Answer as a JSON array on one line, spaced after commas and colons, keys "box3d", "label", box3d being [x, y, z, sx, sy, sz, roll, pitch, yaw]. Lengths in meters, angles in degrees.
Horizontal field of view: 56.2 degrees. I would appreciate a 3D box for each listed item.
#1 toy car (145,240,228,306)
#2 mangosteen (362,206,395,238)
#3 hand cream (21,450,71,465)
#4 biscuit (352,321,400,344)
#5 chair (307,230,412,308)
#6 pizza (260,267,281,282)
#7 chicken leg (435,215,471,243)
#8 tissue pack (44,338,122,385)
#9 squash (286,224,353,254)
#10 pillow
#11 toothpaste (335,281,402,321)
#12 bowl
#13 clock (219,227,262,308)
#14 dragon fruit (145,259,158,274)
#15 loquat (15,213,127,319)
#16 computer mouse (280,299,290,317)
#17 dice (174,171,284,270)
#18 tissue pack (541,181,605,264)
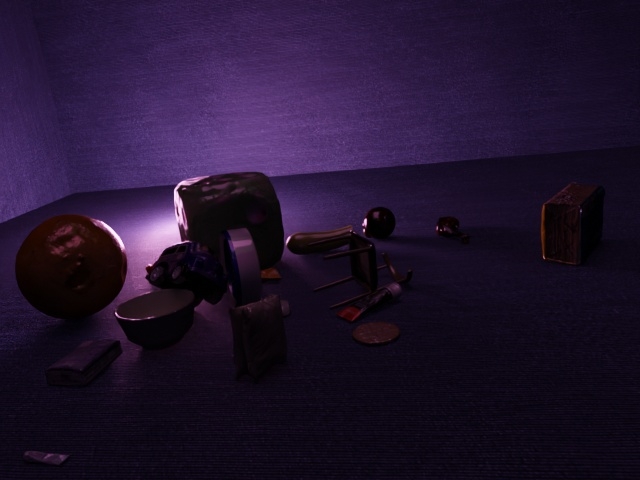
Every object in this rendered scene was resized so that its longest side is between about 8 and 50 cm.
[{"box3d": [-0.373, 0.089, 1.737, 0.235, 0.172, 0.158, -8, 55, 39], "label": "toy car"}, {"box3d": [0.212, -0.061, 2.254, 0.140, 0.140, 0.140, -6, 16, 2], "label": "mangosteen"}, {"box3d": [-0.517, 0.409, 1.125, 0.093, 0.019, 0.030, 4, 16, 11], "label": "hand cream"}, {"box3d": [0.137, 0.227, 1.470, 0.120, 0.015, 0.120, -6, 17, 2], "label": "biscuit"}, {"box3d": [0.118, 0.068, 1.747, 0.272, 0.166, 0.188, -12, 17, -16], "label": "chair"}, {"box3d": [-0.170, 0.120, 1.935, 0.108, 0.026, 0.123, 11, 21, 39], "label": "pizza"}, {"box3d": [0.477, -0.041, 2.187, 0.106, 0.051, 0.253, -2, 19, -2], "label": "chicken leg"}, {"box3d": [-0.577, 0.296, 1.464, 0.112, 0.051, 0.156, -4, 17, 18], "label": "tissue pack"}, {"box3d": [0.000, 0.000, 2.168, 0.250, 0.083, 0.083, -9, 17, -7], "label": "squash"}, {"box3d": [-0.136, 0.211, 1.341, 0.078, 0.181, 0.134, 13, 25, 42], "label": "pillow"}, {"box3d": [0.137, 0.171, 1.622, 0.193, 0.045, 0.071, -22, 21, -27], "label": "toothpaste"}, {"box3d": [-0.425, 0.213, 1.572, 0.211, 0.112, 0.211, -5, 16, 2], "label": "bowl"}, {"box3d": [-0.232, 0.081, 1.735, 0.083, 0.230, 0.230, -7, 16, -19], "label": "clock"}, {"box3d": [-0.548, 0.094, 2.103, 0.126, 0.068, 0.112, -16, 19, -23], "label": "dragon fruit"}, {"box3d": [-0.746, 0.078, 1.800, 0.328, 0.328, 0.328, -6, 16, 2], "label": "loquat"}, {"box3d": [-0.114, 0.184, 1.686, 0.055, 0.032, 0.110, -7, 16, -3], "label": "computer mouse"}, {"box3d": [-0.320, -0.063, 2.079, 0.322, 0.330, 0.318, -11, 18, -20], "label": "dice"}, {"box3d": [0.784, -0.058, 1.862, 0.134, 0.192, 0.271, 8, 21, 37], "label": "tissue pack"}]
